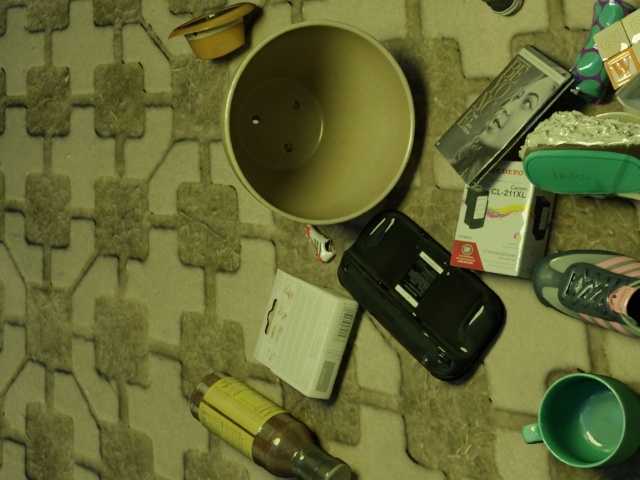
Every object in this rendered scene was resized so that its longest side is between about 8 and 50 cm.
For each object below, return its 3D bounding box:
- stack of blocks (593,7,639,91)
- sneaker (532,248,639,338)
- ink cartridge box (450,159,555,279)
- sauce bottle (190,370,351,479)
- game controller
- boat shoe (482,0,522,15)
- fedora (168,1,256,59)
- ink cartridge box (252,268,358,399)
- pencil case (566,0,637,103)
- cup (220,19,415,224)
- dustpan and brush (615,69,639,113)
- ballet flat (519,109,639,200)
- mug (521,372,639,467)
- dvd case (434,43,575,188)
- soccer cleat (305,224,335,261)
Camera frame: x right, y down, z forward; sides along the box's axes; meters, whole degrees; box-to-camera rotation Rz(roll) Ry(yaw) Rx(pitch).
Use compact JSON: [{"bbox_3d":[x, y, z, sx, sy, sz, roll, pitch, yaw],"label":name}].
[{"bbox_3d":[0.538,-0.288,1.375,0.297,0.171,0.087,-30,64,32],"label":"stack of blocks"},{"bbox_3d":[0.415,0.073,1.436,0.319,0.131,0.112,13,91,42],"label":"sneaker"},{"bbox_3d":[0.284,-0.035,1.608,0.127,0.072,0.175,9,88,42],"label":"ink cartridge box"},{"bbox_3d":[-0.090,0.346,1.830,0.344,0.111,0.111,28,100,41],"label":"sauce bottle"},{"bbox_3d":[0.158,0.083,1.713,0.166,0.067,0.319,-49,53,5],"label":"game controller"},{"bbox_3d":[0.257,-0.468,1.714,0.080,0.076,0.229,-34,62,31],"label":"boat shoe"},{"bbox_3d":[-0.207,-0.412,2.077,0.194,0.194,0.079,-5,116,40],"label":"fedora"},{"bbox_3d":[-0.031,0.164,1.870,0.224,0.056,0.181,23,97,60],"label":"ink cartridge box"},{"bbox_3d":[0.415,-0.284,1.550,0.070,0.064,0.152,24,98,16],"label":"pencil case"},{"bbox_3d":[-0.037,-0.200,1.790,0.237,0.331,0.331,-167,90,-68],"label":"cup"},{"bbox_3d":[0.516,-0.197,1.362,0.147,0.211,0.060,-49,46,52],"label":"dustpan and brush"},{"bbox_3d":[0.473,-0.120,1.422,0.408,0.147,0.147,14,90,32],"label":"ballet flat"},{"bbox_3d":[0.375,0.248,1.459,0.157,0.097,0.130,19,94,42],"label":"mug"},{"bbox_3d":[0.279,-0.196,1.611,0.221,0.018,0.164,-47,27,12],"label":"dvd case"},{"bbox_3d":[0.000,0.000,1.877,0.035,0.029,0.083,-32,65,22],"label":"soccer cleat"}]
